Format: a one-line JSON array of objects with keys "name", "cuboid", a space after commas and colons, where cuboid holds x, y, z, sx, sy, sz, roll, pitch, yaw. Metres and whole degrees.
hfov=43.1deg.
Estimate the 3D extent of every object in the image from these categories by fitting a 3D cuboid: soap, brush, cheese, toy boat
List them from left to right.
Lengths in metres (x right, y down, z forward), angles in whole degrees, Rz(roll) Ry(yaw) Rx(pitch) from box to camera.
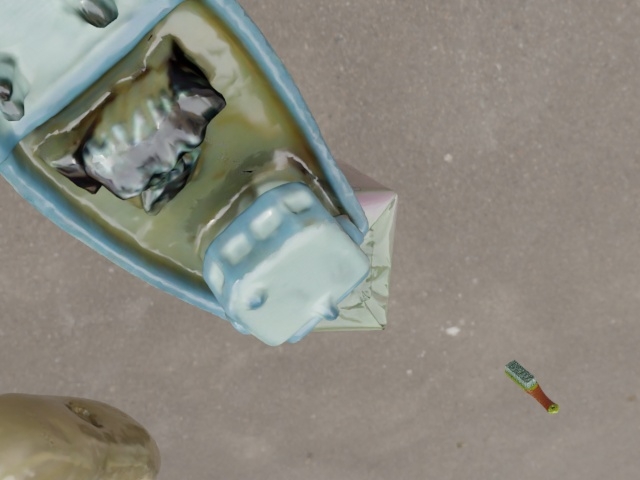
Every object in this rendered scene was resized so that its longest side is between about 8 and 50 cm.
[{"name": "cheese", "cuboid": [-0.244, 0.214, 0.675, 0.218, 0.117, 0.235, -22, 147, -41]}, {"name": "toy boat", "cuboid": [-0.070, -0.042, 0.425, 0.145, 0.133, 0.332, -41, 141, 1]}, {"name": "soap", "cuboid": [0.000, 0.000, 1.044, 0.138, 0.199, 0.182, -2, 108, -19]}, {"name": "brush", "cuboid": [0.246, 0.170, 0.943, 0.019, 0.083, 0.021, -29, 131, -13]}]
